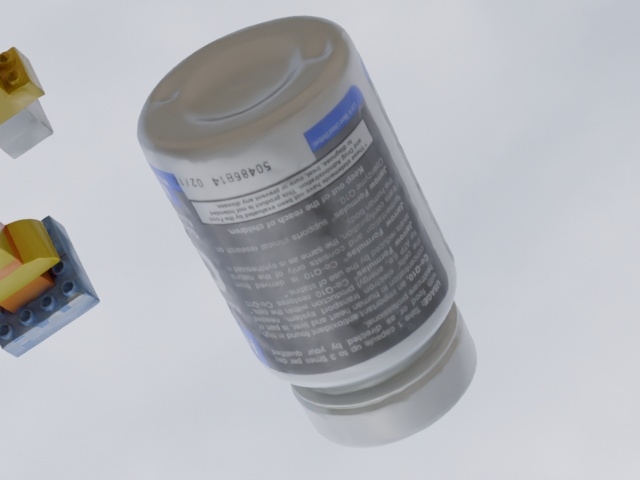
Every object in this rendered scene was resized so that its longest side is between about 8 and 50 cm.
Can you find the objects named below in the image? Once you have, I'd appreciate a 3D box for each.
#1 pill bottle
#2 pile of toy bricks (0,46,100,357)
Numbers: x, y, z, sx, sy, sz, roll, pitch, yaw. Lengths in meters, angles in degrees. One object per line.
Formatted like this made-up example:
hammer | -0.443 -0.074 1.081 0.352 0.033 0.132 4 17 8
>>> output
pill bottle | 0.000 0.000 0.634 0.078 0.137 0.078 -19 -148 12
pile of toy bricks | -0.171 0.023 0.539 0.212 0.105 0.118 -33 -120 7
